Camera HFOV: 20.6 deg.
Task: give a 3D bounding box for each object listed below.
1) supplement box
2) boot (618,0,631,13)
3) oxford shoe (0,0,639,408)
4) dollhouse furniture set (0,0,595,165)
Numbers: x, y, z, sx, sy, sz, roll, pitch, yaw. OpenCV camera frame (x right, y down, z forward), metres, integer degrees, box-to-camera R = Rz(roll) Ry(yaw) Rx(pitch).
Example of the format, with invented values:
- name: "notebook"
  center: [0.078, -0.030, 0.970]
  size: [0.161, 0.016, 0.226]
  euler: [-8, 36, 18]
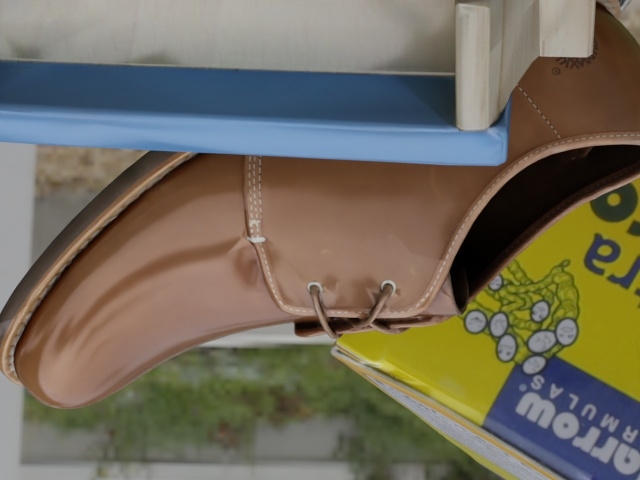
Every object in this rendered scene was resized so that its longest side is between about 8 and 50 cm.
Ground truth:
- name: "supplement box"
  center: [0.178, 0.059, 0.968]
  size: [0.194, 0.195, 0.356]
  euler: [29, 175, 22]
- name: "boot"
  center: [0.145, -0.207, 1.032]
  size: [0.138, 0.284, 0.377]
  euler: [31, 131, 4]
- name: "oxford shoe"
  center: [0.000, 0.000, 0.500]
  size: [0.212, 0.076, 0.076]
  euler: [-30, 157, 12]
- name: "dollhouse furniture set"
  center: [0.031, -0.186, 0.363]
  size: [0.303, 0.198, 0.286]
  euler: [1, 135, 8]
